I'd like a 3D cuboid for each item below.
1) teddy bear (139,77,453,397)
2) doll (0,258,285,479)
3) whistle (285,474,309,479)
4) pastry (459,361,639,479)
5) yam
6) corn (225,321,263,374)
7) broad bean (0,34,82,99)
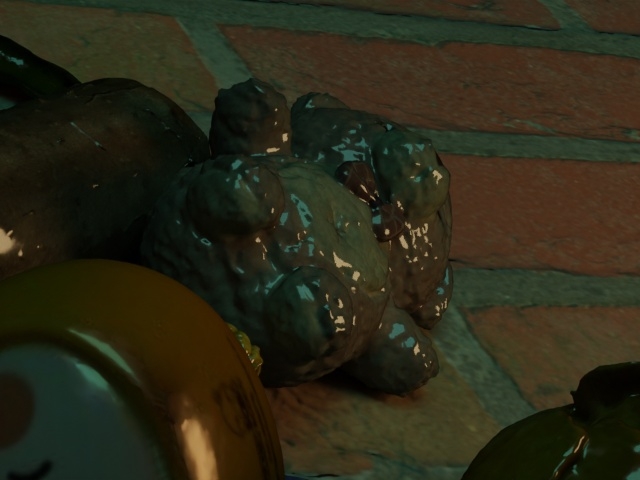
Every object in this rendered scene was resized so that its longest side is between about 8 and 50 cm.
[{"bbox_3d":[-0.001,0.001,1.263,0.267,0.151,0.236,-26,85,-47],"label":"teddy bear"},{"bbox_3d":[-0.137,0.121,0.944,0.236,0.213,0.213,-15,20,20],"label":"doll"},{"bbox_3d":[0.035,0.181,1.042,0.304,0.062,0.062,21,28,8],"label":"whistle"},{"bbox_3d":[0.212,0.208,0.918,0.356,0.164,0.356,13,47,-14],"label":"pastry"},{"bbox_3d":[-0.180,-0.028,1.232,0.128,0.129,0.238,28,31,19],"label":"yam"},{"bbox_3d":[-0.174,0.073,1.090,0.293,0.106,0.106,6,29,-27],"label":"corn"},{"bbox_3d":[-0.248,-0.133,1.489,0.227,0.039,0.069,30,36,23],"label":"broad bean"}]
